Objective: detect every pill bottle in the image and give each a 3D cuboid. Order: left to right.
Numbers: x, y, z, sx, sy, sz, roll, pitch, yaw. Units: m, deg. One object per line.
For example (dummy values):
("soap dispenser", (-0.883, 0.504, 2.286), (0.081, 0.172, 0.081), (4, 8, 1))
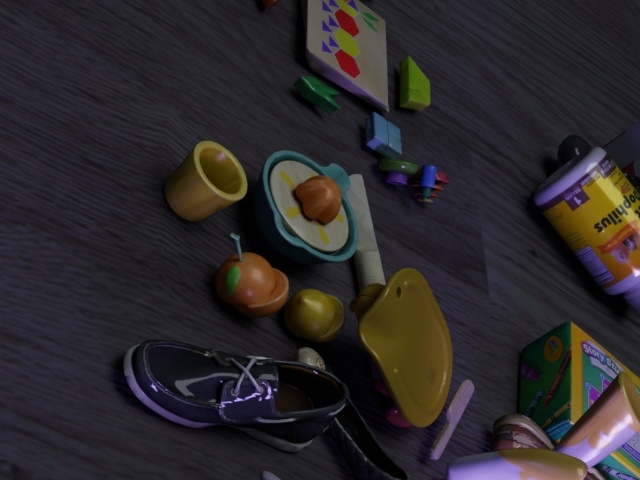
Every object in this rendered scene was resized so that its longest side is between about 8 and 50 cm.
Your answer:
("pill bottle", (0.389, -0.010, 2.145), (0.215, 0.117, 0.117), (51, 33, -3))

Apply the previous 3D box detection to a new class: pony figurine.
("pony figurine", (0.145, 0.314, 1.387), (0.351, 0.363, 0.303), (65, 23, -11))

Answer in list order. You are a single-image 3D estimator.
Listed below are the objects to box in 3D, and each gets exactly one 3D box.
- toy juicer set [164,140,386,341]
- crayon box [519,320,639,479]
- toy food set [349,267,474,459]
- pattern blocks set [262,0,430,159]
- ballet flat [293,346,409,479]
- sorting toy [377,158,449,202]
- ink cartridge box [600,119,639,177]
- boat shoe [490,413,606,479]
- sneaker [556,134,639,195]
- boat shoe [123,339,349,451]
("toy juicer set", (0.000, 0.000, 1.671), (0.329, 0.089, 0.209), (1, 59, -52))
("crayon box", (0.355, 0.242, 1.900), (0.278, 0.081, 0.165), (39, 35, -22))
("toy food set", (0.077, 0.123, 1.655), (0.128, 0.071, 0.218), (-62, 140, -38))
("pattern blocks set", (0.028, -0.251, 1.997), (0.285, 0.026, 0.325), (38, 35, -22))
("ballet flat", (0.030, 0.176, 1.580), (0.173, 0.049, 0.057), (57, 32, 6))
("sorting toy", (0.112, -0.068, 1.921), (0.102, 0.061, 0.042), (13, 84, -37))
("ink cartridge box", (0.502, -0.093, 2.358), (0.175, 0.127, 0.072), (31, 36, -32))
("boat shoe", (0.255, 0.266, 1.775), (0.178, 0.064, 0.060), (39, 40, -10))
("sneaker", (0.443, -0.042, 2.235), (0.286, 0.130, 0.109), (49, 35, -5))
("boat shoe", (-0.075, 0.128, 1.468), (0.233, 0.079, 0.084), (21, 46, -38))
